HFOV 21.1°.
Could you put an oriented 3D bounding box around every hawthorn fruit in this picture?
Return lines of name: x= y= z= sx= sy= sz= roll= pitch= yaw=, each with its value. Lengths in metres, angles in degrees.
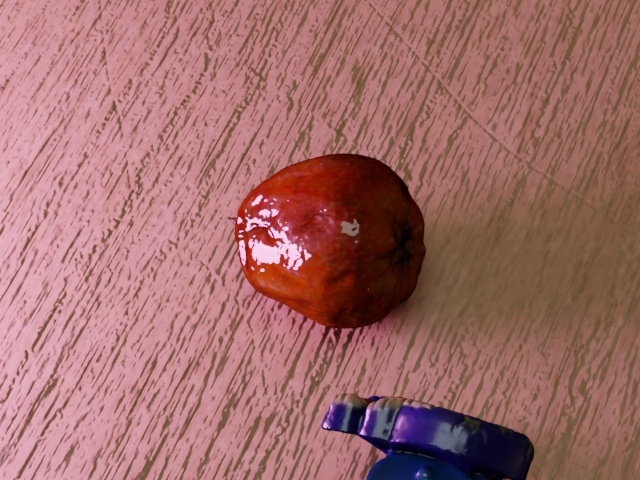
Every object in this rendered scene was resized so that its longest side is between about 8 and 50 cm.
hawthorn fruit: x=0.012 y=0.004 z=1.647 sx=0.179 sy=0.173 sz=0.173 roll=-28 pitch=55 yaw=20

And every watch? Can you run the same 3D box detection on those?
watch: x=0.087 y=0.239 z=1.474 sx=0.171 sy=0.196 sz=0.200 roll=11 pitch=80 yaw=24
